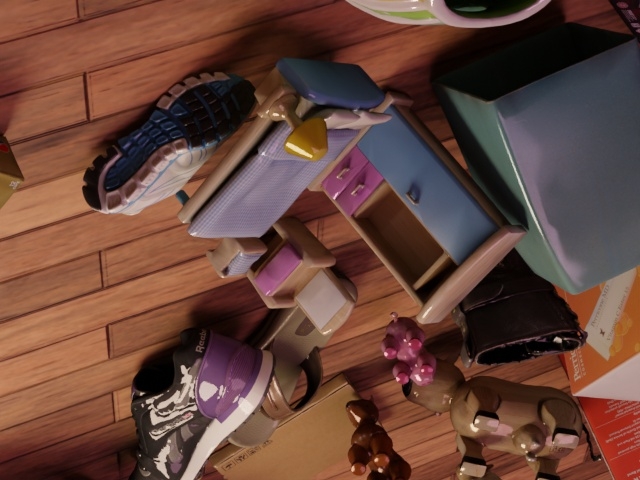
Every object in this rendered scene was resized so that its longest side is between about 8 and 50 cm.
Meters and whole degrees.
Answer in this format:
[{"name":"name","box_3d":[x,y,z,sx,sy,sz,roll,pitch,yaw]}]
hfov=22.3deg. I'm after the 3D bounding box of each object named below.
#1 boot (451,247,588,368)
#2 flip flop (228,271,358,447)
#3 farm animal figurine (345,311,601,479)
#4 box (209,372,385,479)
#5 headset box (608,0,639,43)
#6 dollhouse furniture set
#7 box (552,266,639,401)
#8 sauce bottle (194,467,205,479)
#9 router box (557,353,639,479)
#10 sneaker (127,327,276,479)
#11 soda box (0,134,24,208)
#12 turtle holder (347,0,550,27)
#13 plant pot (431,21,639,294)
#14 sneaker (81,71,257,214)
[{"name":"boot","box_3d":[0.232,0.035,1.820,0.263,0.229,0.091,-17,143,-19]},{"name":"flip flop","box_3d":[-0.035,0.152,1.894,0.112,0.080,0.277,5,132,-40]},{"name":"farm animal figurine","box_3d":[0.194,0.185,2.010,0.326,0.172,0.330,29,114,-11]},{"name":"box","box_3d":[-0.026,0.262,2.091,0.201,0.021,0.164,-32,145,1]},{"name":"headset box","box_3d":[0.460,-0.247,1.605,0.293,0.110,0.218,2,160,31]},{"name":"dollhouse furniture set","box_3d":[0.000,0.000,1.565,0.286,0.198,0.303,-48,158,23]},{"name":"box","box_3d":[0.434,0.026,1.870,0.168,0.215,0.345,7,150,-27]},{"name":"sauce bottle","box_3d":[-0.166,0.286,1.997,0.042,0.042,0.128,1,136,-38]},{"name":"router box","box_3d":[0.404,0.247,2.145,0.082,0.301,0.335,-25,146,7]},{"name":"sneaker","box_3d":[-0.173,0.196,1.855,0.124,0.107,0.283,27,124,-17]},{"name":"soda box","box_3d":[-0.347,-0.019,1.464,0.058,0.061,0.181,17,123,-46]},{"name":"turtle holder","box_3d":[0.075,-0.293,1.297,0.320,0.227,0.243,15,126,-47]},{"name":"plant pot","box_3d":[0.247,-0.077,1.655,0.165,0.165,0.234,-23,108,-10]},{"name":"sneaker","box_3d":[-0.135,-0.089,1.546,0.190,0.071,0.083,-35,159,10]}]
